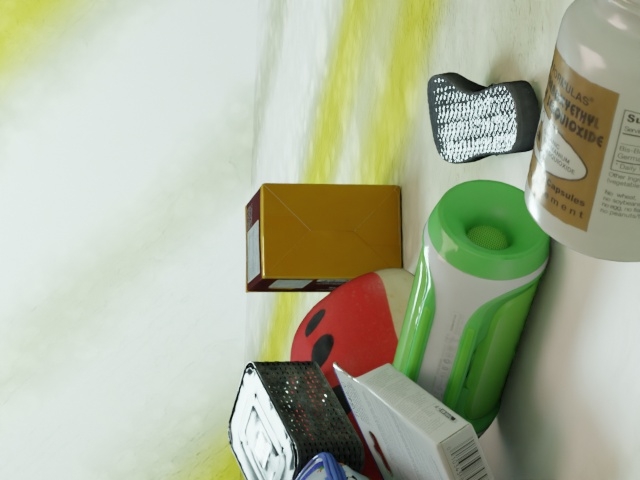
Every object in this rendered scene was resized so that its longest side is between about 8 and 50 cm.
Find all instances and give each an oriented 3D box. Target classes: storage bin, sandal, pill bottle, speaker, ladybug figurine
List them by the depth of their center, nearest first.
[{"bbox_3d":[0.226,-0.110,1.136,0.131,0.131,0.229,-103,17,-53],"label":"pill bottle"},{"bbox_3d":[0.143,0.082,1.621,0.296,0.131,0.131,101,166,-45],"label":"speaker"},{"bbox_3d":[0.175,-0.126,1.695,0.254,0.054,0.097,-156,59,-69],"label":"sandal"},{"bbox_3d":[-0.031,0.230,1.830,0.180,0.084,0.122,-121,40,-50],"label":"storage bin"},{"bbox_3d":[0.060,0.194,1.991,0.449,0.162,0.305,-124,35,-72],"label":"ladybug figurine"}]

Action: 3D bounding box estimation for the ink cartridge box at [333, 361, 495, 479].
[{"bbox_3d":[0.114,0.234,1.616,0.224,0.045,0.223,33,150,58],"label":"ink cartridge box"}]

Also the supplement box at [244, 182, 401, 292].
[{"bbox_3d":[0.000,0.000,2.254,0.194,0.191,0.129,143,127,-77],"label":"supplement box"}]

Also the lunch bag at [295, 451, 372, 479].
[{"bbox_3d":[-0.031,0.377,1.652,0.303,0.115,0.243,-57,15,8],"label":"lunch bag"}]

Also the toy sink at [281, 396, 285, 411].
[{"bbox_3d":[-0.020,0.270,2.479,0.131,0.153,0.234,-104,16,-56],"label":"toy sink"}]

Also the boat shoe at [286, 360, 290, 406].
[{"bbox_3d":[0.013,0.273,2.205,0.094,0.109,0.302,-43,42,42],"label":"boat shoe"}]
